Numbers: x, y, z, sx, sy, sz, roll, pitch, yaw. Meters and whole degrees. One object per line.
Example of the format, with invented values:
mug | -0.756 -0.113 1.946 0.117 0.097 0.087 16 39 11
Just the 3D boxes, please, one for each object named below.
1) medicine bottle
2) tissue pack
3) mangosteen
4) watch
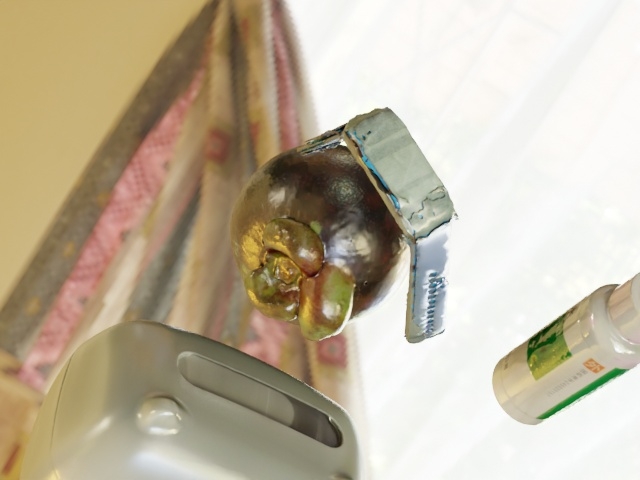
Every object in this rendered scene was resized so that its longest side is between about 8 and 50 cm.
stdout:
medicine bottle | 0.285 0.115 1.598 0.095 0.095 0.260 32 145 -11
tissue pack | -0.113 0.225 1.494 0.333 0.236 0.229 27 -143 -21
mangosteen | 0.000 0.000 2.148 0.288 0.288 0.288 33 -175 -3
watch | 0.081 -0.009 1.634 0.276 0.068 0.274 59 165 -2
